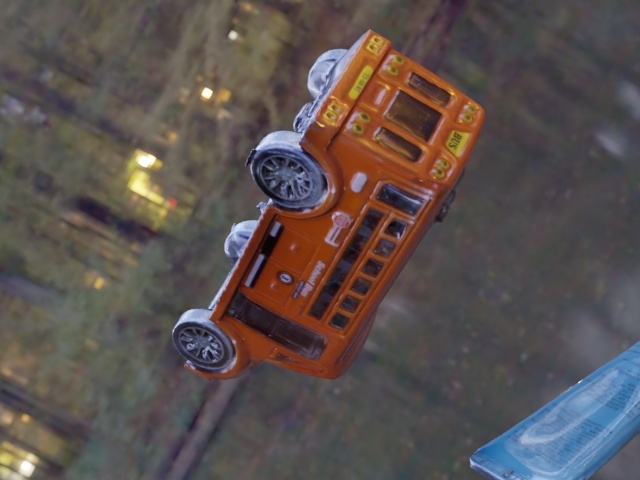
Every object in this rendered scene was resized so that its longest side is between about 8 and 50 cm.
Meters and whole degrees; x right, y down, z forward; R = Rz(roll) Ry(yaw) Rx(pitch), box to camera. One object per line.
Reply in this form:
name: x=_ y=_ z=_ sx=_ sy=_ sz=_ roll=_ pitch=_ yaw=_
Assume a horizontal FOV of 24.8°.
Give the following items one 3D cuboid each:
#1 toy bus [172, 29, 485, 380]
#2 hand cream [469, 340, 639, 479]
toy bus: x=0.000 y=0.000 z=1.171 sx=0.329 sy=0.153 sz=0.143 roll=-60 pitch=1 yaw=45
hand cream: x=0.218 y=0.128 z=1.103 sx=0.224 sy=0.083 sz=0.048 roll=-30 pitch=-52 yaw=-27
